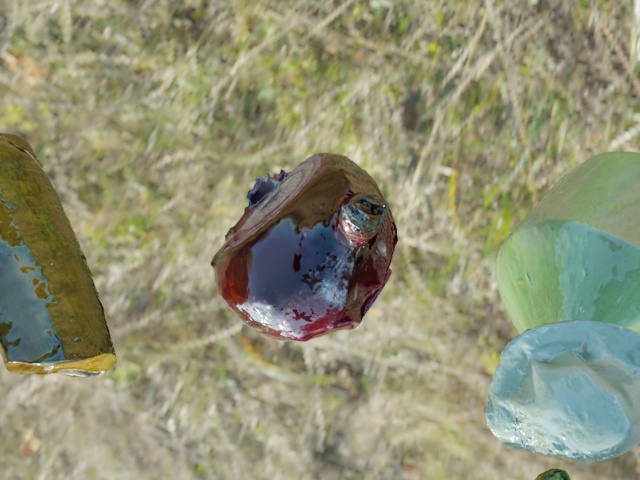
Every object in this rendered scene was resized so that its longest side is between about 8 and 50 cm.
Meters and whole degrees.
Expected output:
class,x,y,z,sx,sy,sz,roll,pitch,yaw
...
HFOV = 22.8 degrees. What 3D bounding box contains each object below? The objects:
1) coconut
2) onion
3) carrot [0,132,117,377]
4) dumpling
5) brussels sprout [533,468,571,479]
class,x,y,z,sx,sy,sz,roll,pitch,yaw
coconut,0.371,0.052,1.990,0.281,0.328,0.328,34,133,14
onion,0.010,0.010,1.345,0.135,0.173,0.198,45,154,-21
carrot,-0.192,0.014,1.010,0.082,0.173,0.082,-20,159,-8
dumpling,0.277,0.170,1.670,0.219,0.108,0.153,-17,127,16
brussels sprout,0.219,0.261,1.527,0.051,0.083,0.046,3,169,41
